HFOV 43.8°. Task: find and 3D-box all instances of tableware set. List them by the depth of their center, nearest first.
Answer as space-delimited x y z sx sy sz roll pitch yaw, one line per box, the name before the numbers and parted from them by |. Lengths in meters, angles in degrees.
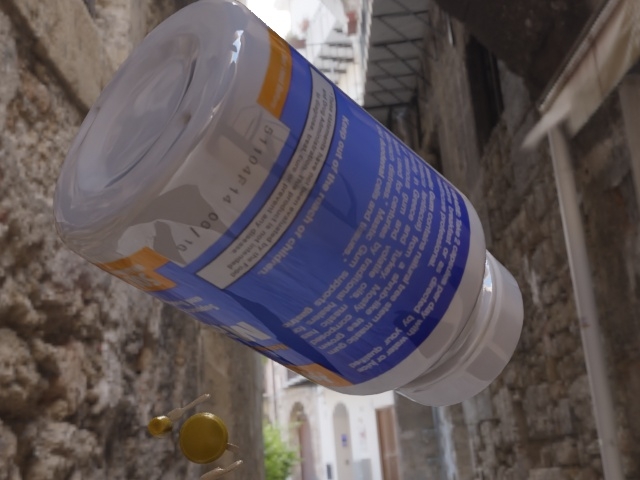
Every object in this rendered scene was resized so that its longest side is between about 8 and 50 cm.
tableware set | -0.119 0.233 0.757 0.104 0.154 0.024 -27 -15 -4

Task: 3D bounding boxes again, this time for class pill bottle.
pill bottle | 0.000 0.000 0.468 0.152 0.152 0.272 -18 -42 41
